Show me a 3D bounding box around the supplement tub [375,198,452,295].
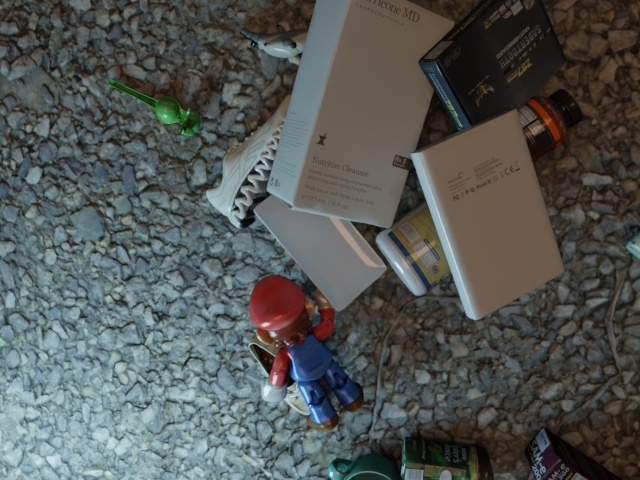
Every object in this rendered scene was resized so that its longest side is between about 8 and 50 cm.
[{"bbox_3d":[0.221,-0.005,1.015,0.199,0.144,0.144,-36,91,2],"label":"supplement tub"}]

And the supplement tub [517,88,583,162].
[{"bbox_3d":[0.376,-0.194,0.993,0.198,0.106,0.106,-33,92,11],"label":"supplement tub"}]

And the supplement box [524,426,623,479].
[{"bbox_3d":[0.531,0.486,1.049,0.239,0.130,0.073,34,102,4],"label":"supplement box"}]

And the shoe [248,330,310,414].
[{"bbox_3d":[-0.083,0.292,1.154,0.076,0.058,0.219,-37,91,12],"label":"shoe"}]

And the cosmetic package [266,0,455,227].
[{"bbox_3d":[0.065,-0.237,0.972,0.217,0.156,0.385,9,103,-26],"label":"cosmetic package"}]

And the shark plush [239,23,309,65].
[{"bbox_3d":[-0.084,-0.402,1.080,0.161,0.073,0.067,13,80,27],"label":"shark plush"}]

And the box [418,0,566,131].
[{"bbox_3d":[0.306,-0.313,0.940,0.232,0.059,0.183,-43,119,-6],"label":"box"}]

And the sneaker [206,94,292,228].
[{"bbox_3d":[-0.131,-0.172,1.081,0.118,0.110,0.292,34,101,12],"label":"sneaker"}]

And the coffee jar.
[{"bbox_3d":[0.259,0.464,1.106,0.184,0.096,0.079,6,101,7],"label":"coffee jar"}]

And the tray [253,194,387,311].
[{"bbox_3d":[0.000,0.000,1.096,0.145,0.030,0.270,-40,90,-18],"label":"tray"}]

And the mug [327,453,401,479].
[{"bbox_3d":[0.105,0.510,1.135,0.129,0.097,0.158,-28,92,12],"label":"mug"}]

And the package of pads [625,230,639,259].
[{"bbox_3d":[0.743,0.025,0.934,0.296,0.101,0.229,46,102,19],"label":"package of pads"}]

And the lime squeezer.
[{"bbox_3d":[-0.317,-0.259,1.101,0.310,0.110,0.059,35,122,33],"label":"lime squeezer"}]

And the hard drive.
[{"bbox_3d":[0.295,-0.044,0.927,0.203,0.040,0.308,-25,103,-14],"label":"hard drive"}]

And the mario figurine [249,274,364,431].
[{"bbox_3d":[-0.040,0.214,1.102,0.170,0.198,0.321,-23,99,38],"label":"mario figurine"}]
